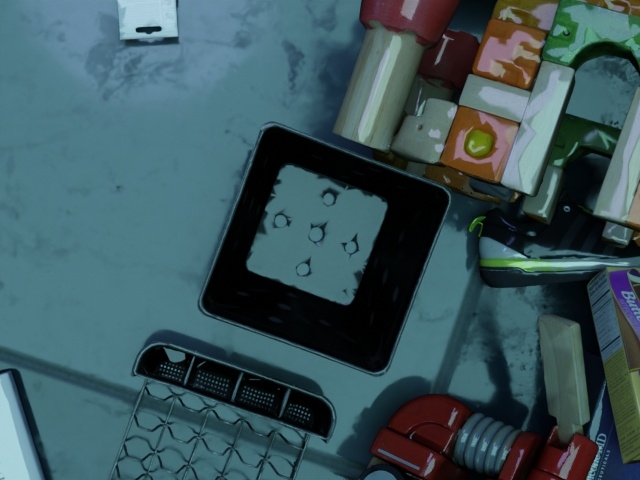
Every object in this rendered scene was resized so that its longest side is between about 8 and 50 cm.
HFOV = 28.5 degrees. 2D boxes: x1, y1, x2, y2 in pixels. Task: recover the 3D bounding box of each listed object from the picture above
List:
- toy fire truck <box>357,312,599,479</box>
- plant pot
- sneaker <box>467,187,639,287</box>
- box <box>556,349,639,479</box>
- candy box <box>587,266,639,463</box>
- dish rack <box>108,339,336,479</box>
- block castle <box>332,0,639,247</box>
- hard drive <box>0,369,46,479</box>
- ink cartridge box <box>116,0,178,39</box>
[{"bbox_3d":[0.169,0.193,1.220,0.217,0.158,0.246,21,79,33],"label":"toy fire truck"},{"bbox_3d":[0.000,0.000,1.225,0.187,0.167,0.188,20,95,-5],"label":"plant pot"},{"bbox_3d":[0.271,-0.008,1.295,0.234,0.084,0.097,-5,89,-5],"label":"sneaker"},{"bbox_3d":[0.351,0.216,1.293,0.207,0.108,0.153,16,90,-5],"label":"box"},{"bbox_3d":[0.332,0.118,1.214,0.109,0.053,0.187,1,65,-15],"label":"candy box"},{"bbox_3d":[-0.122,0.252,1.268,0.208,0.074,0.272,20,89,-4],"label":"dish rack"},{"bbox_3d":[0.256,-0.116,1.129,0.453,0.303,0.213,19,91,14],"label":"block castle"},{"bbox_3d":[-0.366,0.314,1.263,0.210,0.040,0.319,-17,92,-5],"label":"hard drive"},{"bbox_3d":[-0.177,-0.261,1.281,0.062,0.029,0.115,-4,92,-6],"label":"ink cartridge box"}]
